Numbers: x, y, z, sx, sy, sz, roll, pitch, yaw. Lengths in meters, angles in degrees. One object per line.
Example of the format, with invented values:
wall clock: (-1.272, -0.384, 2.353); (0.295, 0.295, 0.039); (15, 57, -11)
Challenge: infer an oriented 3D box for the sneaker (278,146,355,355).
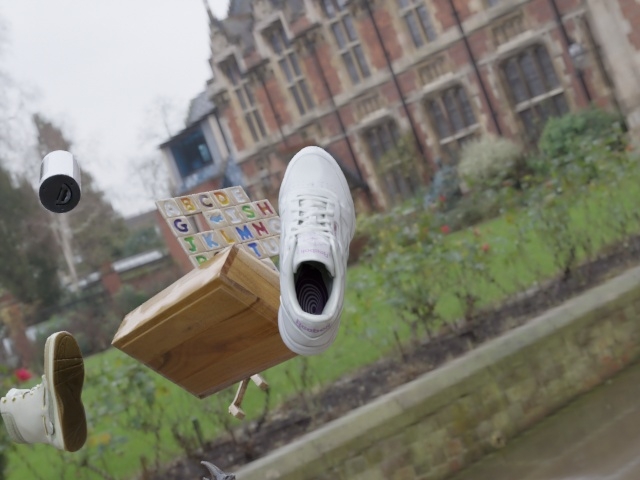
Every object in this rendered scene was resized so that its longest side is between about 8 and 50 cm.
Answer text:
sneaker: (0.000, 0.000, 1.415); (0.114, 0.305, 0.152); (1, -20, -5)

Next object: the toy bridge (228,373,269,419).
toy bridge: (-0.133, 0.291, 2.136); (0.188, 0.026, 0.063); (-51, 41, 2)

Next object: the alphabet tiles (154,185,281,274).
alphabet tiles: (-0.149, -0.009, 1.778); (0.237, 0.198, 0.009); (-14, -27, -45)

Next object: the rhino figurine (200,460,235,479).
rhino figurine: (-0.128, 0.428, 1.429); (0.106, 0.243, 0.073); (-20, -3, 12)

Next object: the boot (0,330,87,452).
boot: (-0.501, 0.267, 1.813); (0.165, 0.213, 0.077); (-2, 5, 34)

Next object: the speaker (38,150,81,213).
speaker: (-0.349, -0.079, 1.358); (0.055, 0.055, 0.136); (-20, 22, -7)

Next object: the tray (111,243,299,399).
tray: (-0.178, 0.152, 1.713); (0.411, 0.203, 0.076); (-30, 30, 51)
